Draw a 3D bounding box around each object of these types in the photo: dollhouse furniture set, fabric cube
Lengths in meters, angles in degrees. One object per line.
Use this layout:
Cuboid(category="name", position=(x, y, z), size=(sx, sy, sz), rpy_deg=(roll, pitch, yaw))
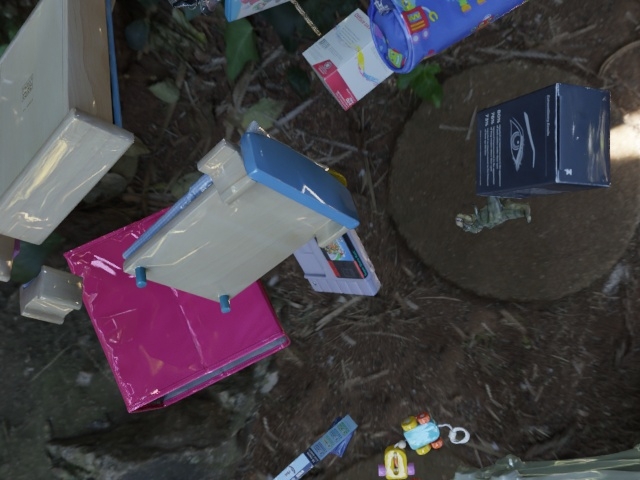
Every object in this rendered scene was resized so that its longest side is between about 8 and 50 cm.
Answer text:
Cuboid(category="dollhouse furniture set", position=(-0.165, -0.053, 0.636), size=(0.286, 0.303, 0.198), rpy_deg=(-37, 50, 28))
Cuboid(category="fabric cube", position=(-0.220, 0.107, 1.062), size=(0.259, 0.254, 0.258), rpy_deg=(-25, 78, -7))

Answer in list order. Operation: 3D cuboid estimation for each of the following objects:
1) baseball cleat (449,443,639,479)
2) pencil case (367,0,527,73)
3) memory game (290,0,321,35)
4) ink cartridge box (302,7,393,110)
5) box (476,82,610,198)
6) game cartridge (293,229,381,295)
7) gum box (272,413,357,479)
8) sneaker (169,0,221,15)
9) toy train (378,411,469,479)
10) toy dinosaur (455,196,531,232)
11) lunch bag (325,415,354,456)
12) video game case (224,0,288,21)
Cuboid(category="baseball cleat", position=(0.183, 0.181, 0.394), size=(0.205, 0.072, 0.109), rpy_deg=(-12, 88, 29))
Cuboid(category="pencil case", position=(0.208, -0.375, 0.976), size=(0.306, 0.119, 0.133), rpy_deg=(-32, 88, -13))
Cuboid(category="memory game", position=(-0.058, -0.637, 1.763), size=(0.012, 0.186, 0.186), rpy_deg=(-37, 82, 12))
Cuboid(category="ink cartridge box", position=(0.077, -0.434, 1.540), size=(0.176, 0.127, 0.128), rpy_deg=(-38, 51, 6))
Cuboid(category="box", position=(0.356, -0.153, 1.046), size=(0.108, 0.207, 0.153), rpy_deg=(2, 89, -22))
Cuboid(category="game cartridge", position=(0.000, 0.000, 1.688), size=(0.068, 0.230, 0.355), rpy_deg=(-48, 123, -31))
Cuboid(category="gum box", position=(-0.013, 0.507, 1.532), size=(0.041, 0.184, 0.157), rpy_deg=(48, 128, 13))
Cuboid(category="sneaker", position=(-0.193, -0.346, 0.851), size=(0.158, 0.061, 0.065), rpy_deg=(33, 96, 24))
Cuboid(category="toy train", position=(0.162, 0.348, 1.028), size=(0.125, 0.046, 0.166), rpy_deg=(22, 103, -3))
Cuboid(category="toy dinosaur", position=(0.352, -0.080, 1.270), size=(0.064, 0.268, 0.118), rpy_deg=(4, 85, -13))
Cuboid(category="lunch bag", position=(0.046, 0.513, 1.679), size=(0.065, 0.067, 0.098), rpy_deg=(26, 90, 13))
Cuboid(category="video game case", position=(-0.040, -0.335, 0.798), size=(0.166, 0.119, 0.015), rpy_deg=(-24, 83, -13))
